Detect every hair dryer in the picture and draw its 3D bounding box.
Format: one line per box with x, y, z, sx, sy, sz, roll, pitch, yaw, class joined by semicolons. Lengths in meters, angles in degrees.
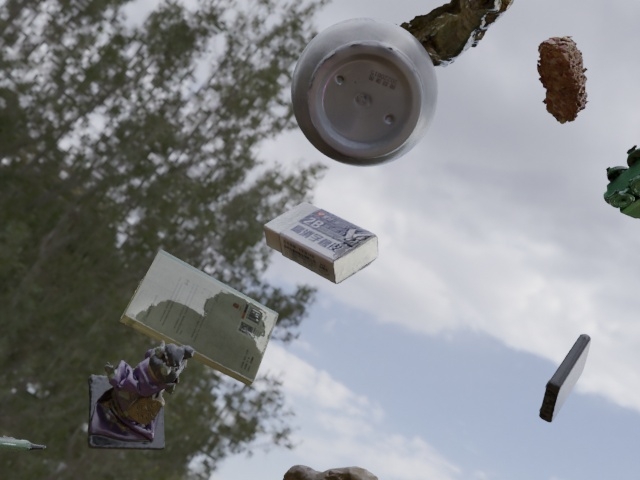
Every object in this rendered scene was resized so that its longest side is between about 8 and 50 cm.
-0.519;0.331;1.562;0.150;0.071;0.047;16;-27;-36;hair dryer

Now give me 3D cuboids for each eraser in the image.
0.000;0.000;1.917;0.210;0.124;0.068;26;-43;40;eraser

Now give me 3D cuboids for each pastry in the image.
0.432;-0.285;1.690;0.087;0.063;0.169;41;-21;46;pastry

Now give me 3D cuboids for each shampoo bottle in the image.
0.081;-0.281;1.806;0.273;0.273;0.266;36;14;-11;shampoo bottle

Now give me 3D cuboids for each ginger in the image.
-0.040;0.483;1.592;0.080;0.333;0.166;12;20;-47;ginger

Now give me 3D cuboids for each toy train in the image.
0.514;-0.097;1.461;0.105;0.071;0.178;21;-36;-19;toy train

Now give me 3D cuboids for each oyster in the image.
0.291;-0.461;2.000;0.133;0.198;0.337;61;-34;4;oyster

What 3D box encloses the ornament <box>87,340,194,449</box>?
-0.179;0.139;0.941;0.081;0.088;0.203;2;-27;-18;ornament

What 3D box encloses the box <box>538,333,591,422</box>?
0.394;0.219;1.547;0.027;0.125;0.126;28;-29;24;box

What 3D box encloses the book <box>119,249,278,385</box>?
-0.230;0.150;1.903;0.283;0.214;0.025;30;-51;-7;book
